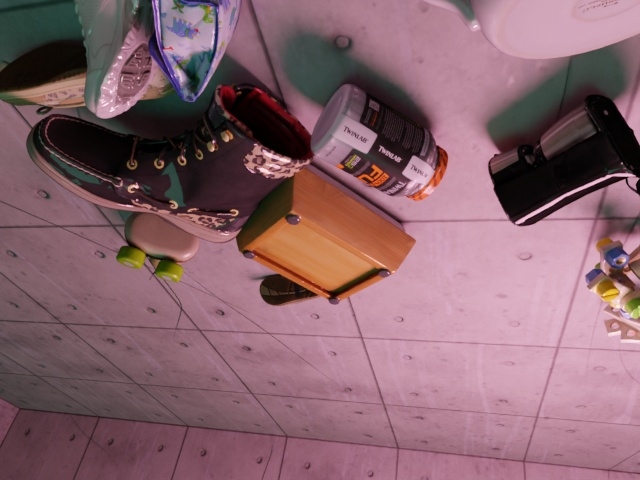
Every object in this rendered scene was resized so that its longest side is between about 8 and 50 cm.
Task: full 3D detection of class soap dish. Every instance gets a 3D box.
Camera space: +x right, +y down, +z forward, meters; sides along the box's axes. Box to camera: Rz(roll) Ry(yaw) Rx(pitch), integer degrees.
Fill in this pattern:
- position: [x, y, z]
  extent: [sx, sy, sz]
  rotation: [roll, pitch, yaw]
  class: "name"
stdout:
- position: [0.000, 0.000, 0.987]
  extent: [0.290, 0.118, 0.229]
  rotation: [30, 140, -25]
  class: "soap dish"

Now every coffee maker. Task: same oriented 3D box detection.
- position: [0.348, -0.088, 0.729]
  extent: [0.120, 0.171, 0.178]
  rotation: [13, 149, -30]
  class: "coffee maker"

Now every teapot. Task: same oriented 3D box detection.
- position: [0.240, -0.302, 0.469]
  extent: [0.255, 0.187, 0.252]
  rotation: [-6, 169, -22]
  class: "teapot"

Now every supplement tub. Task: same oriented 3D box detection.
- position: [0.090, -0.141, 0.774]
  extent: [0.190, 0.117, 0.117]
  rotation: [26, 142, -18]
  class: "supplement tub"

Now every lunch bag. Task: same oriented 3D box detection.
- position: [-0.153, -0.273, 0.652]
  extent: [0.096, 0.129, 0.151]
  rotation: [14, 146, -1]
  class: "lunch bag"

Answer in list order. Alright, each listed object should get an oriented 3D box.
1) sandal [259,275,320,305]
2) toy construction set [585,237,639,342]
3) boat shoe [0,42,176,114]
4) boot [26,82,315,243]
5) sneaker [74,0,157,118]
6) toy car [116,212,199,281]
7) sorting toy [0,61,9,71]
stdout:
- position: [-0.060, 0.119, 1.218]
  extent: [0.180, 0.072, 0.049]
  rotation: [-8, 161, 19]
  class: "sandal"
- position: [0.603, 0.099, 0.926]
  extent: [0.215, 0.151, 0.327]
  rotation: [-32, 139, 13]
  class: "toy construction set"
- position: [-0.362, -0.238, 0.779]
  extent: [0.285, 0.105, 0.089]
  rotation: [-3, 147, 14]
  class: "boat shoe"
- position: [-0.218, -0.142, 0.801]
  extent: [0.377, 0.138, 0.284]
  rotation: [28, 138, -32]
  class: "boot"
- position: [-0.271, -0.278, 0.665]
  extent: [0.115, 0.090, 0.232]
  rotation: [22, 101, 11]
  class: "sneaker"
- position: [-0.341, 0.013, 1.087]
  extent: [0.148, 0.155, 0.188]
  rotation: [22, 155, -14]
  class: "toy car"
- position: [-0.500, -0.257, 0.868]
  extent: [0.083, 0.012, 0.062]
  rotation: [31, 135, -20]
  class: "sorting toy"
